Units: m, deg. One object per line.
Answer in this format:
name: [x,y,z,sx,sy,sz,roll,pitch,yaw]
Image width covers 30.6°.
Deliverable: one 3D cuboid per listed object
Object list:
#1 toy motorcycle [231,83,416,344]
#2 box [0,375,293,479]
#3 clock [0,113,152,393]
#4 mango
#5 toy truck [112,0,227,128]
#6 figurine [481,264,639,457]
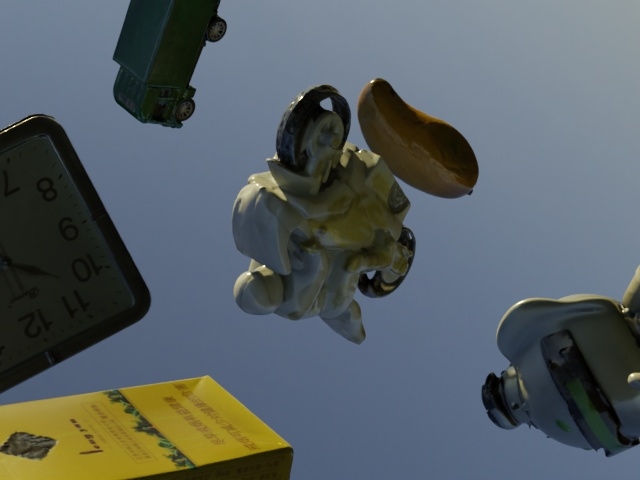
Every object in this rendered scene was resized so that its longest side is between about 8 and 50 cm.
toy motorcycle: [0.000,0.000,0.813,0.074,0.151,0.229,27,161,31]
box: [-0.177,0.178,1.001,0.279,0.041,0.153,-4,-157,-37]
clock: [-0.375,0.024,1.387,0.279,0.273,0.049,63,176,-4]
mango: [0.118,-0.119,1.465,0.190,0.098,0.075,38,-151,-5]
toy truck: [-0.147,-0.181,1.123,0.079,0.147,0.065,-7,-142,-48]
figurine: [0.188,0.074,0.717,0.147,0.192,0.126,46,-149,-33]
